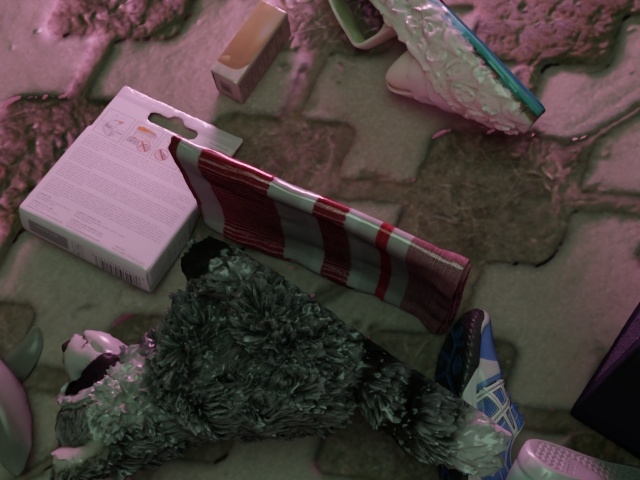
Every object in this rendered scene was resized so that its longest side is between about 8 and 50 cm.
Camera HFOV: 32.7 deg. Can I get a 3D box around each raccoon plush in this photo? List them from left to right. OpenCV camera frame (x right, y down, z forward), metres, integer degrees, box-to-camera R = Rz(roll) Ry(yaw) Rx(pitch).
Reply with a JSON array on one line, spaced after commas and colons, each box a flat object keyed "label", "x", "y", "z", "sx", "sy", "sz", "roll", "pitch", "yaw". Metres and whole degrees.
[{"label": "raccoon plush", "x": -0.073, "y": 0.197, "z": 1.110, "sx": 0.446, "sy": 0.216, "sz": 0.299, "roll": 30, "pitch": 82, "yaw": 28}]

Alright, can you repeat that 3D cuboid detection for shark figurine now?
[{"label": "shark figurine", "x": -0.434, "y": 0.135, "z": 1.231, "sx": 0.278, "sy": 0.116, "sz": 0.166, "roll": 20, "pitch": 73, "yaw": 8}]

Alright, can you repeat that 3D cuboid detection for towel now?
[{"label": "towel", "x": 0.000, "y": 0.000, "z": 1.180, "sx": 0.329, "sy": 0.237, "sz": 0.037, "roll": 24, "pitch": 75, "yaw": 10}]

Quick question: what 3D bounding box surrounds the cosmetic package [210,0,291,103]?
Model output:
[{"label": "cosmetic package", "x": -0.085, "y": -0.234, "z": 1.355, "sx": 0.041, "sy": 0.060, "sz": 0.115, "roll": 30, "pitch": 75, "yaw": 13}]

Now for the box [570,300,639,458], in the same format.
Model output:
[{"label": "box", "x": 0.442, "y": 0.131, "z": 1.025, "sx": 0.293, "sy": 0.395, "sz": 0.212, "roll": 33, "pitch": 76, "yaw": 12}]

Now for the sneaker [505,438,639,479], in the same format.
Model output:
[{"label": "sneaker", "x": 0.294, "y": 0.315, "z": 1.152, "sx": 0.256, "sy": 0.094, "sz": 0.151, "roll": 22, "pitch": 111, "yaw": -9}]

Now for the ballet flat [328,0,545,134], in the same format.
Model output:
[{"label": "ballet flat", "x": 0.110, "y": -0.259, "z": 1.333, "sx": 0.147, "sy": 0.147, "sz": 0.409, "roll": -32, "pitch": 70, "yaw": -7}]

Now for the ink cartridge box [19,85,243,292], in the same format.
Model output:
[{"label": "ink cartridge box", "x": -0.225, "y": -0.067, "z": 1.326, "sx": 0.181, "sy": 0.056, "sz": 0.224, "roll": 26, "pitch": 57, "yaw": 11}]

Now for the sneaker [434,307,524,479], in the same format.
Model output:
[{"label": "sneaker", "x": 0.177, "y": 0.180, "z": 1.205, "sx": 0.081, "sy": 0.080, "sz": 0.211, "roll": 10, "pitch": 71, "yaw": -17}]
